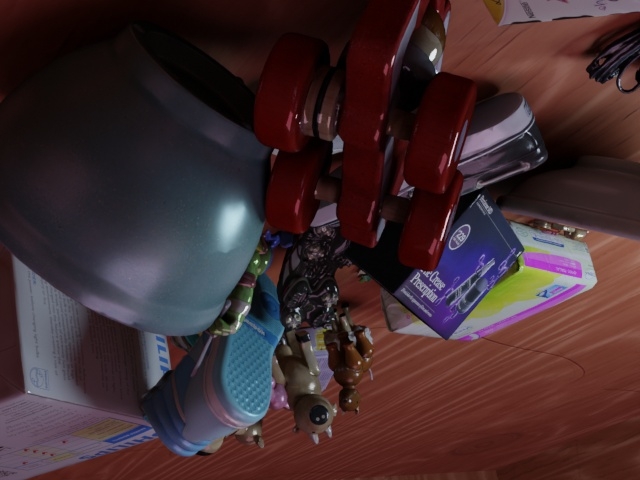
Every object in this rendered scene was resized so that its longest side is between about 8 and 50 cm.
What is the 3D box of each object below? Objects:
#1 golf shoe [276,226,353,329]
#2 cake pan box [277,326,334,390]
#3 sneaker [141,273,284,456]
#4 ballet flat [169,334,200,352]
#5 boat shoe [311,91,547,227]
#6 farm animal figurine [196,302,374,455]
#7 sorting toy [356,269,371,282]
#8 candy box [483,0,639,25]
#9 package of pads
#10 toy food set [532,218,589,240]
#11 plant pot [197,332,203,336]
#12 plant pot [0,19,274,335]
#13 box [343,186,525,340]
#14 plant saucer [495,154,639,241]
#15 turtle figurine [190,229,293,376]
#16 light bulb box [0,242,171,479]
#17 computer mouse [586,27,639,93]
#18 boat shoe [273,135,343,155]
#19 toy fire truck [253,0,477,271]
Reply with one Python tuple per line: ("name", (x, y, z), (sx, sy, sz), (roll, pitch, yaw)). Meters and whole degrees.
("golf shoe", (0.000, 0.000, 1.391), (0.105, 0.120, 0.273), (10, 128, -27))
("cake pan box", (-0.095, 0.249, 1.950), (0.246, 0.070, 0.267), (-4, 156, -10))
("sneaker", (-0.166, 0.175, 1.456), (0.208, 0.319, 0.127), (-36, 112, 26))
("ballet flat", (-0.208, 0.164, 1.714), (0.079, 0.077, 0.221), (1, 164, 28))
("boat shoe", (0.124, -0.071, 1.218), (0.306, 0.113, 0.105), (-26, 114, 11))
("farm animal figurine", (-0.059, 0.256, 1.669), (0.330, 0.172, 0.327), (-16, -168, 2))
("sorting toy", (0.092, 0.051, 1.643), (0.062, 0.012, 0.083), (-3, 155, -18))
("candy box", (0.228, -0.254, 0.801), (0.233, 0.071, 0.159), (2, 156, 34))
("package of pads", (0.272, 0.077, 1.672), (0.229, 0.101, 0.296), (11, 148, -42))
("toy food set", (0.365, -0.016, 1.545), (0.078, 0.019, 0.122), (16, -175, 37))
("plant pot", (-0.131, 0.139, 1.598), (0.134, 0.095, 0.134), (-21, 147, -14))
("plant pot", (-0.161, -0.080, 0.947), (0.196, 0.293, 0.293), (-50, 143, 17))
("box", (0.166, 0.014, 1.382), (0.184, 0.103, 0.261), (-52, 151, 0))
("plant saucer", (0.442, -0.044, 1.341), (0.400, 0.100, 0.400), (13, -176, -1))
("turtle figurine", (-0.183, 0.033, 1.256), (0.275, 0.197, 0.266), (-21, 150, 16))
("light bulb box", (-0.461, 0.200, 1.476), (0.358, 0.225, 0.361), (-20, 156, 19))
("computer mouse", (0.455, -0.204, 1.160), (0.272, 0.072, 0.188), (24, 142, -35))
("boat shoe", (0.029, -0.142, 1.107), (0.227, 0.079, 0.081), (-4, 150, -30))
("toy fire truck", (0.065, -0.136, 0.917), (0.169, 0.254, 0.302), (16, 149, 11))
